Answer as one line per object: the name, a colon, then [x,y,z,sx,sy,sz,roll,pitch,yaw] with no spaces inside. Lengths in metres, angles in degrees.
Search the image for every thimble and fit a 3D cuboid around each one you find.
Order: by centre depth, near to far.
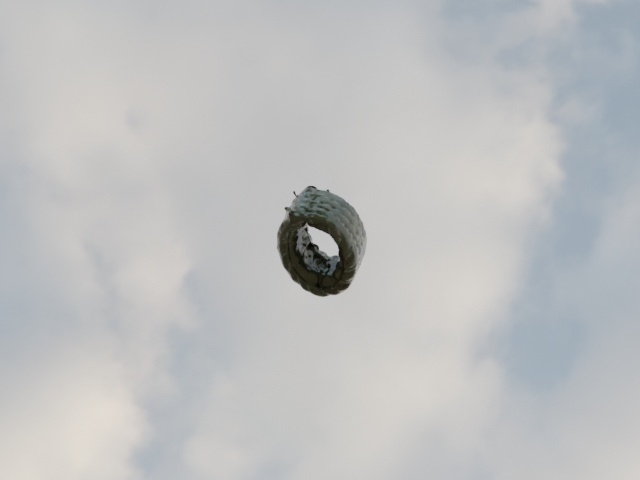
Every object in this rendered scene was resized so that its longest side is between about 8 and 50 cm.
thimble: [0.000,0.000,1.234,0.084,0.062,0.110,-16,-64,26]
